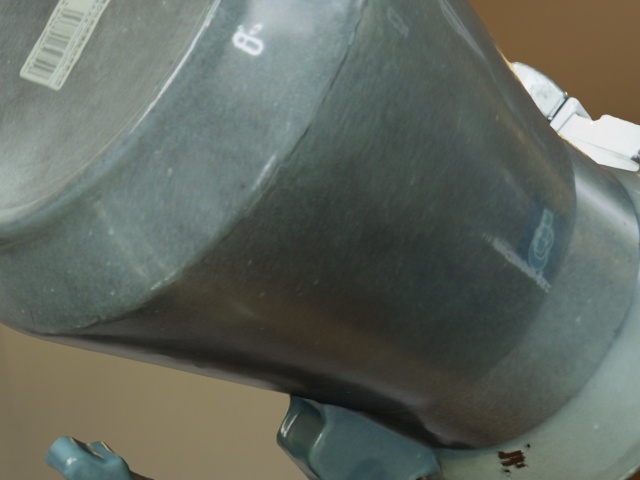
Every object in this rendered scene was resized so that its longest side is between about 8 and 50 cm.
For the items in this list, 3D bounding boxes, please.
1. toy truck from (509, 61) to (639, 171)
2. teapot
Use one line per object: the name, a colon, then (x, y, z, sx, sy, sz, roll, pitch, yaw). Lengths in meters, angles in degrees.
toy truck: (0.156, 0.008, 0.920, 0.114, 0.270, 0.135, -52, -49, -11)
teapot: (0.000, 0.000, 0.600, 0.225, 0.171, 0.203, 33, -91, -34)
